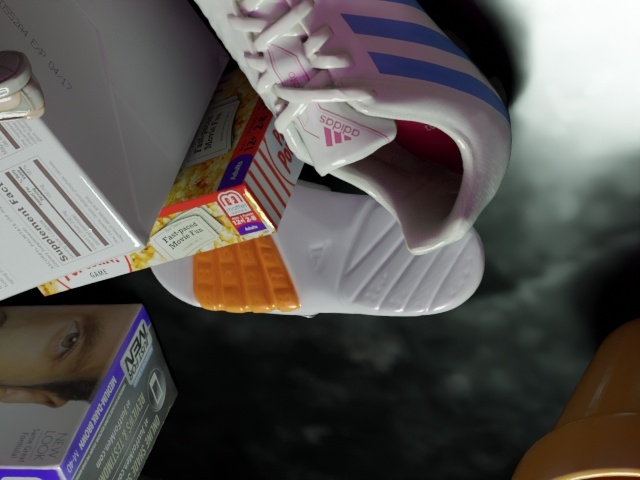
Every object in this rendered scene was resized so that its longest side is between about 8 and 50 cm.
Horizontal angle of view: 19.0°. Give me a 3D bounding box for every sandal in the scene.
[{"bbox_3d":[-0.001,0.011,1.325,0.265,0.102,0.076,10,178,27],"label":"sandal"}]

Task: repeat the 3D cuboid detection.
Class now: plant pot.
[{"bbox_3d":[0.237,0.158,1.313,0.205,0.188,0.205,10,134,10],"label":"plant pot"}]

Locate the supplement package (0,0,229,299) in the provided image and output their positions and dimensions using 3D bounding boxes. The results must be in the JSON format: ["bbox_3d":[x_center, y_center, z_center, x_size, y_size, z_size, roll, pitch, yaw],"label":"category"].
[{"bbox_3d":[-0.209,-0.131,1.197,0.145,0.204,0.262,-19,122,30],"label":"supplement package"}]

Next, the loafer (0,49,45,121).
[{"bbox_3d":[-0.216,-0.076,1.079,0.125,0.045,0.039,-7,134,19],"label":"loafer"}]

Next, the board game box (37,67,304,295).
[{"bbox_3d":[-0.098,-0.045,1.276,0.193,0.147,0.045,-16,124,30],"label":"board game box"}]

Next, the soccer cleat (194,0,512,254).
[{"bbox_3d":[-0.003,-0.128,1.167,0.331,0.143,0.116,43,131,-19],"label":"soccer cleat"}]

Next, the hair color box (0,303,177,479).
[{"bbox_3d":[-0.304,0.145,1.499,0.339,0.185,0.110,-1,129,20],"label":"hair color box"}]
